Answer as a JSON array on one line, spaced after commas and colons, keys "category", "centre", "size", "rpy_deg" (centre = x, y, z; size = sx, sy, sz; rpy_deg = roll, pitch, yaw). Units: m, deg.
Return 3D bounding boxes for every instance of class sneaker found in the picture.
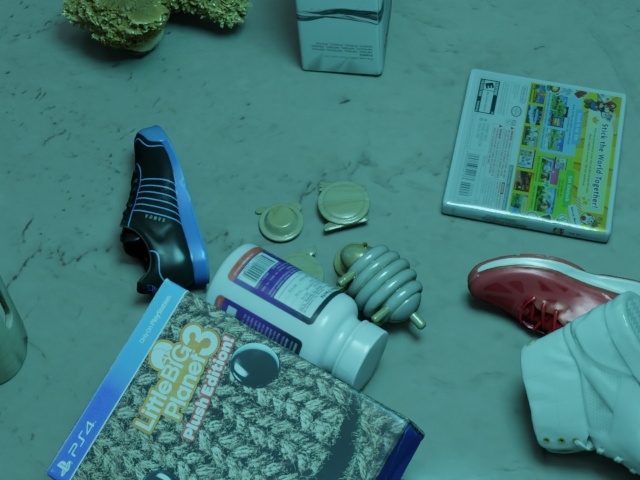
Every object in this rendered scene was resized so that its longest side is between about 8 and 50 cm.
[{"category": "sneaker", "centre": [0.330, 0.212, 1.317], "size": [0.108, 0.169, 0.292], "rpy_deg": [-27, 88, -57]}, {"category": "sneaker", "centre": [-0.205, -0.039, 1.486], "size": [0.090, 0.081, 0.232], "rpy_deg": [-12, 59, -16]}, {"category": "sneaker", "centre": [0.272, 0.095, 1.395], "size": [0.221, 0.087, 0.128], "rpy_deg": [7, 56, 7]}]

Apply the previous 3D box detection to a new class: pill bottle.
[{"category": "pill bottle", "centre": [-0.026, 0.092, 1.385], "size": [0.193, 0.108, 0.108], "rpy_deg": [29, 62, 17]}]

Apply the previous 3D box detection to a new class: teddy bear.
[{"category": "teddy bear", "centre": [-0.203, -0.364, 1.694], "size": [0.245, 0.113, 0.338], "rpy_deg": [13, 51, 1]}]

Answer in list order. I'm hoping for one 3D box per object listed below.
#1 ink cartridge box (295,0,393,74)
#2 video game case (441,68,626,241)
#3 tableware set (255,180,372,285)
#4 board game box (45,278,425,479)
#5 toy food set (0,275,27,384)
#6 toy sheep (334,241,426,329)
[{"category": "ink cartridge box", "centre": [0.034, -0.374, 1.588], "size": [0.114, 0.273, 0.197], "rpy_deg": [4, 57, 8]}, {"category": "video game case", "centre": [0.274, -0.112, 1.562], "size": [0.206, 0.026, 0.227], "rpy_deg": [11, 57, 7]}, {"category": "tableware set", "centre": [0.000, 0.000, 1.496], "size": [0.141, 0.020, 0.168], "rpy_deg": [-10, 59, -5]}, {"category": "board game box", "centre": [-0.081, 0.216, 1.248], "size": [0.291, 0.141, 0.232], "rpy_deg": [28, 82, 17]}, {"category": "toy food set", "centre": [-0.484, 0.102, 1.317], "size": [0.306, 0.219, 0.092], "rpy_deg": [-17, 59, -10]}, {"category": "toy sheep", "centre": [0.072, 0.055, 1.424], "size": [0.091, 0.091, 0.132], "rpy_deg": [-37, 79, -21]}]
